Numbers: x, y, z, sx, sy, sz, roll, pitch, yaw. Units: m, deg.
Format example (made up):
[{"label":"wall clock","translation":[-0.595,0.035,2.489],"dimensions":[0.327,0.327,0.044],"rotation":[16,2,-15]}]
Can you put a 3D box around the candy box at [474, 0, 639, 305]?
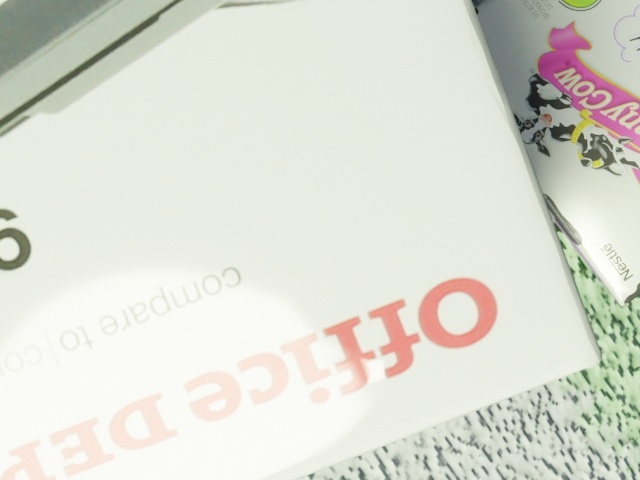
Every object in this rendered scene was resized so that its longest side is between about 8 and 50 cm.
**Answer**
[{"label":"candy box","translation":[0.180,-0.091,0.589],"dimensions":[0.196,0.070,0.165],"rotation":[-37,90,11]}]

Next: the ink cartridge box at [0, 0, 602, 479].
[{"label":"ink cartridge box","translation":[-0.100,-0.095,0.453],"dimensions":[0.285,0.166,0.395],"rotation":[-22,97,4]}]
